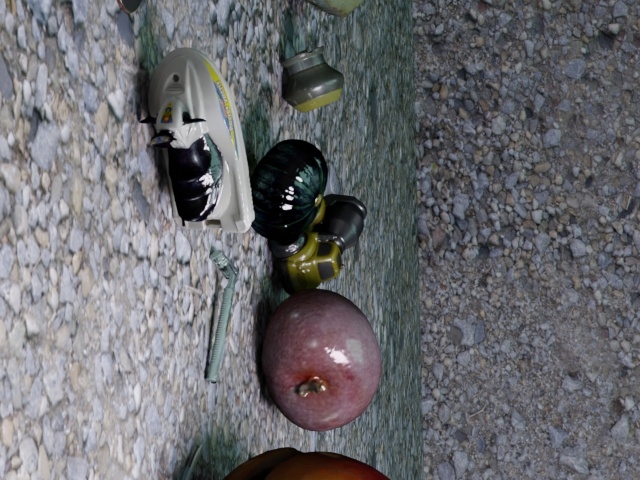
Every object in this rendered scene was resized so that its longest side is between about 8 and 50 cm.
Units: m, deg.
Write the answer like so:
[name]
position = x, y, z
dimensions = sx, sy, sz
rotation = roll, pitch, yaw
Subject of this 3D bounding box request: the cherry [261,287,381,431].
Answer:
[cherry]
position = 0.000, 0.213, 1.938
dimensions = 0.307, 0.221, 0.261
rotation = -104, -173, -66

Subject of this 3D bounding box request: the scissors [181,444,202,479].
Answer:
[scissors]
position = -0.197, 0.351, 1.542
dimensions = 0.119, 0.014, 0.058
rotation = -74, 157, -43

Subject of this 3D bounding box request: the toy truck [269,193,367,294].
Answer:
[toy truck]
position = 0.000, 0.000, 2.061
dimensions = 0.224, 0.165, 0.147
rotation = -76, 158, -47

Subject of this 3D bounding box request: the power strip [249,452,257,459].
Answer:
[power strip]
position = -0.109, 0.417, 1.827
dimensions = 0.055, 0.035, 0.083
rotation = 60, 28, -60

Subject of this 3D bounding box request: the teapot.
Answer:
[teapot]
position = -0.025, -0.332, 2.160
dimensions = 0.119, 0.130, 0.165
rotation = 69, -15, -8

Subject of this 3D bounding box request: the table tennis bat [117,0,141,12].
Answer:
[table tennis bat]
position = -0.259, -0.381, 1.452
dimensions = 0.157, 0.013, 0.087
rotation = -77, 158, -44

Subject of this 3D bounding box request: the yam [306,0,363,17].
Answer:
[yam]
position = 0.021, -0.600, 2.208
dimensions = 0.201, 0.202, 0.271
rotation = 54, 10, 19

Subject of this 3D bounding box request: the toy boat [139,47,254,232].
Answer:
[toy boat]
position = -0.182, -0.129, 1.483
dimensions = 0.141, 0.140, 0.270
rotation = -73, 153, -53

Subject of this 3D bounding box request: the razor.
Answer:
[razor]
position = -0.159, 0.127, 1.687
dimensions = 0.084, 0.035, 0.211
rotation = 54, 35, -61

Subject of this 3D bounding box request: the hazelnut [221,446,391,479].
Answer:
[hazelnut]
position = -0.010, 0.525, 1.525
dimensions = 0.402, 0.401, 0.430
rotation = -34, 131, -73

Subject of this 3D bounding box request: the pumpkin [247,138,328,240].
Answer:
[pumpkin]
position = -0.061, -0.090, 1.876
dimensions = 0.194, 0.149, 0.194
rotation = -2, 90, -78
